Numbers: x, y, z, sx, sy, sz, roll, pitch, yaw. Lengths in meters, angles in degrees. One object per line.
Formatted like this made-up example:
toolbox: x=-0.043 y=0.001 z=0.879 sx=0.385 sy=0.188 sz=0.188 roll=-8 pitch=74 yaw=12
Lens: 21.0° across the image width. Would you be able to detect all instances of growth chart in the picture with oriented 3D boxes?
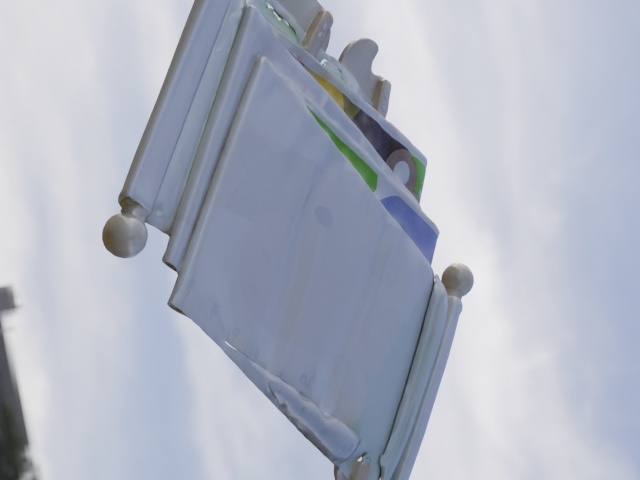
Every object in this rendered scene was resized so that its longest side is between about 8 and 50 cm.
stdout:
growth chart: x=0.000 y=0.000 z=0.691 sx=0.021 sy=0.172 sz=0.237 roll=-1 pitch=-39 yaw=35
